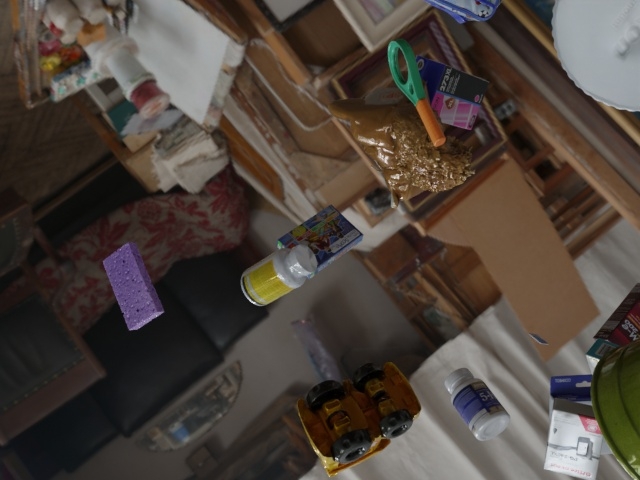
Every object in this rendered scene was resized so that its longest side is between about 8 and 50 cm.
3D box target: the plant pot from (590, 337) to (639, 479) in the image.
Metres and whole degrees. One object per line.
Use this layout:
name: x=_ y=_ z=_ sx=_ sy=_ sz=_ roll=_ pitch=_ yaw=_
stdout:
plant pot: x=0.778 y=0.279 z=1.201 sx=0.366 sy=0.366 sz=0.353 roll=-33 pitch=160 yaw=-38

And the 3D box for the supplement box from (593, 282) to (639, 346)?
supplement box: x=0.957 y=0.256 z=1.946 sx=0.239 sy=0.130 sz=0.073 roll=-46 pitch=-173 yaw=-12

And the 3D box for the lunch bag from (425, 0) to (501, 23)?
lunch bag: x=0.425 y=-0.800 z=1.937 sx=0.115 sy=0.304 sz=0.243 roll=39 pitch=-68 yaw=64

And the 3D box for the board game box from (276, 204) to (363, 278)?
board game box: x=0.000 y=0.000 z=1.758 sx=0.201 sy=0.136 sz=0.035 roll=-34 pitch=156 yaw=-27

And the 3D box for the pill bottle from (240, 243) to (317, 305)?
pill bottle: x=-0.099 y=0.080 z=1.553 sx=0.184 sy=0.103 sz=0.103 roll=-30 pitch=177 yaw=33

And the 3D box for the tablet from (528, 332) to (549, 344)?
tablet: x=0.733 y=0.331 z=2.155 sx=0.083 sy=0.054 sz=0.006 roll=17 pitch=111 yaw=-51

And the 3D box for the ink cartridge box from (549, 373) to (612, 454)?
ink cartridge box: x=0.756 y=0.493 z=1.810 sx=0.224 sy=0.223 sz=0.045 roll=-1 pitch=-177 yaw=-9

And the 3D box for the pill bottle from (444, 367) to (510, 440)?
pill bottle: x=0.433 y=0.453 z=1.798 sx=0.112 sy=0.186 sz=0.112 roll=-17 pitch=134 yaw=-18

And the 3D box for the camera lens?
camera lens: x=0.423 y=-0.289 z=0.755 sx=0.274 sy=0.219 sz=0.219 roll=-35 pitch=169 yaw=-39

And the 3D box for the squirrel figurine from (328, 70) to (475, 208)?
squirrel figurine: x=0.261 y=-0.259 z=1.926 sx=0.281 sy=0.397 sz=0.370 roll=-29 pitch=128 yaw=-15

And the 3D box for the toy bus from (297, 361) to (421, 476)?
toy bus: x=0.080 y=0.375 z=1.285 sx=0.220 sy=0.149 sz=0.211 roll=-22 pitch=138 yaw=-13

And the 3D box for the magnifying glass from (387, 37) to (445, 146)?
magnifying glass: x=0.179 y=-0.281 z=1.213 sx=0.026 sy=0.230 sz=0.092 roll=-19 pitch=161 yaw=-11

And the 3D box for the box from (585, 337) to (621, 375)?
box: x=0.731 y=0.352 z=1.563 sx=0.060 sy=0.244 sz=0.101 roll=-43 pitch=-145 yaw=-19

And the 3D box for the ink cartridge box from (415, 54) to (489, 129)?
ink cartridge box: x=0.411 y=-0.479 z=2.104 sx=0.371 sy=0.069 sz=0.175 roll=2 pitch=113 yaw=-45

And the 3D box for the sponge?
sponge: x=-0.498 y=0.120 z=1.697 sx=0.117 sy=0.210 sz=0.031 roll=-33 pitch=165 yaw=28

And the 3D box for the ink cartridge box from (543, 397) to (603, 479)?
ink cartridge box: x=0.551 y=0.432 z=1.390 sx=0.063 sy=0.109 sz=0.150 roll=-28 pitch=124 yaw=-64
